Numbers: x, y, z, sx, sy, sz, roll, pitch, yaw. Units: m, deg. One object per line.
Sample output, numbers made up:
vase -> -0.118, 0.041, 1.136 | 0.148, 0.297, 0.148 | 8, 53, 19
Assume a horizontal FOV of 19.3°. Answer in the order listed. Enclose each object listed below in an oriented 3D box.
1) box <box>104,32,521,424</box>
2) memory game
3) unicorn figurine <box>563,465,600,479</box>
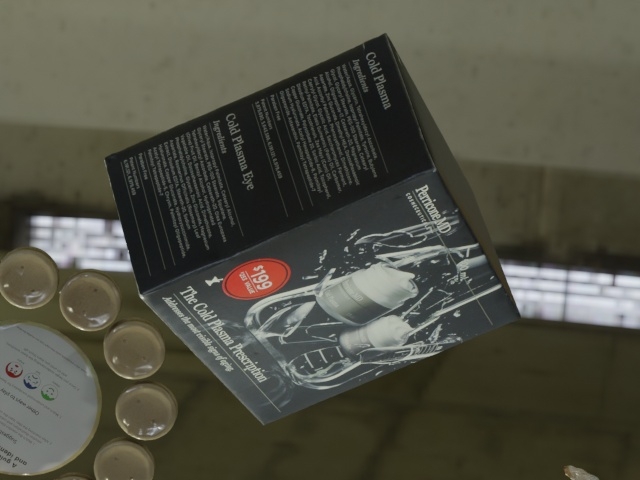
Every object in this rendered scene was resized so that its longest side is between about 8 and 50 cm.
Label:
box -> 0.000, 0.000, 1.938 | 0.312, 0.179, 0.343 | -24, 147, 8
memory game -> -0.177, 0.092, 1.118 | 0.186, 0.186, 0.012 | 4, -164, -1
unicorn figurine -> 0.262, 0.280, 1.857 | 0.162, 0.111, 0.060 | -36, -163, 38
